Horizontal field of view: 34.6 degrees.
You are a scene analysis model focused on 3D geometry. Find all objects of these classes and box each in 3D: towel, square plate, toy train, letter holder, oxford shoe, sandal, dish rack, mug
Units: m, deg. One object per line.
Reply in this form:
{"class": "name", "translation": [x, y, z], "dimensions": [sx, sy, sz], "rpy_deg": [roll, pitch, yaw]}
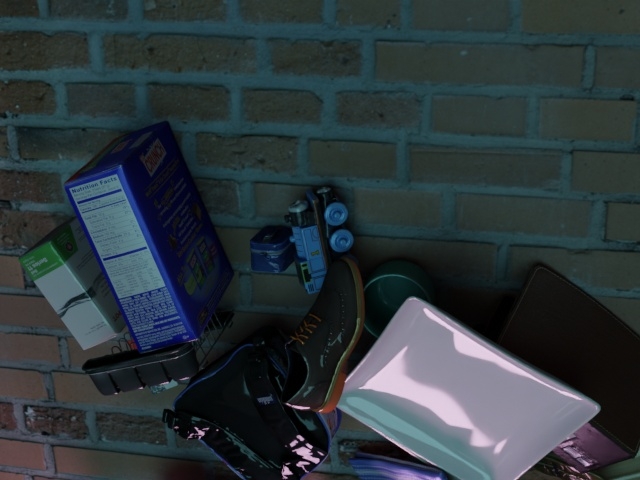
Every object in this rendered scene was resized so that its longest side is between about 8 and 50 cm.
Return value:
{"class": "towel", "translation": [0.199, 0.551, 1.936], "dimensions": [0.243, 0.040, 0.336], "rpy_deg": [-2, 121, 49]}
{"class": "square plate", "translation": [0.227, 0.258, 1.695], "dimensions": [0.344, 0.049, 0.347], "rpy_deg": [31, 136, -1]}
{"class": "toy train", "translation": [0.000, 0.000, 1.778], "dimensions": [0.105, 0.080, 0.184], "rpy_deg": [-15, 111, -9]}
{"class": "letter holder", "translation": [0.414, 0.216, 1.768], "dimensions": [0.302, 0.214, 0.152], "rpy_deg": [37, 148, -5]}
{"class": "oxford shoe", "translation": [0.002, 0.157, 1.720], "dimensions": [0.098, 0.097, 0.271], "rpy_deg": [10, 93, -35]}
{"class": "sandal", "translation": [0.450, 0.406, 1.854], "dimensions": [0.180, 0.049, 0.072], "rpy_deg": [18, 140, 44]}
{"class": "dish rack", "translation": [-0.273, 0.178, 1.824], "dimensions": [0.208, 0.271, 0.074], "rpy_deg": [-13, 108, 19]}
{"class": "mug", "translation": [0.135, 0.112, 1.798], "dimensions": [0.130, 0.097, 0.157], "rpy_deg": [11, 114, 8]}

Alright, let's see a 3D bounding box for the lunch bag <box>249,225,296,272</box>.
{"class": "lunch bag", "translation": [-0.085, 0.012, 1.806], "dimensions": [0.067, 0.098, 0.065], "rpy_deg": [4, 111, 17]}

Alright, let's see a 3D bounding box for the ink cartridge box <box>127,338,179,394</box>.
{"class": "ink cartridge box", "translation": [-0.326, 0.238, 1.997], "dimensions": [0.063, 0.029, 0.115], "rpy_deg": [-24, 106, 21]}

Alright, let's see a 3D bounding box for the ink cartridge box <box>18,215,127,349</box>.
{"class": "ink cartridge box", "translation": [-0.430, 0.073, 1.882], "dimensions": [0.087, 0.153, 0.208], "rpy_deg": [-27, 104, 23]}

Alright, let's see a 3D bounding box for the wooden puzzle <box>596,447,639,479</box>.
{"class": "wooden puzzle", "translation": [0.651, 0.503, 1.793], "dimensions": [0.322, 0.080, 0.347], "rpy_deg": [-20, 67, 19]}

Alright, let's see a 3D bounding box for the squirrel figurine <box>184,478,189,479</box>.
{"class": "squirrel figurine", "translation": [-0.260, 0.651, 2.069], "dimensions": [0.371, 0.281, 0.396], "rpy_deg": [6, 100, 22]}

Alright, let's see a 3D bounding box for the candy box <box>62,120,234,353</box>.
{"class": "candy box", "translation": [-0.282, -0.013, 1.747], "dimensions": [0.122, 0.268, 0.317], "rpy_deg": [-15, 108, 15]}

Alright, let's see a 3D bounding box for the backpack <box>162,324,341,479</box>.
{"class": "backpack", "translation": [-0.099, 0.312, 1.878], "dimensions": [0.276, 0.213, 0.263], "rpy_deg": [-37, 92, 27]}

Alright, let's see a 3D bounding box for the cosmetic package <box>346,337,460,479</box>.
{"class": "cosmetic package", "translation": [0.202, 0.302, 1.858], "dimensions": [0.309, 0.113, 0.160], "rpy_deg": [35, 116, -3]}
